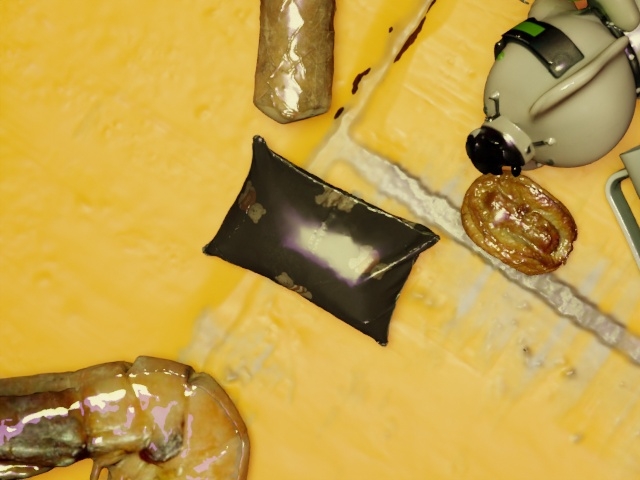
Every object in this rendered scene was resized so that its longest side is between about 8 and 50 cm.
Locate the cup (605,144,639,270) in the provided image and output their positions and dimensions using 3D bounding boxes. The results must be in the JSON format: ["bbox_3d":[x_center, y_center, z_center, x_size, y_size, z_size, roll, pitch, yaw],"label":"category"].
[{"bbox_3d":[0.252,-0.019,0.806,0.128,0.095,0.130,-19,91,43],"label":"cup"}]

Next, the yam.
[{"bbox_3d":[-0.019,-0.229,0.845,0.066,0.066,0.300,-1,91,7],"label":"yam"}]

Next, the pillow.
[{"bbox_3d":[0.000,0.000,0.858,0.150,0.048,0.090,27,86,9],"label":"pillow"}]

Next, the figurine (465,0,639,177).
[{"bbox_3d":[0.169,-0.109,0.795,0.192,0.147,0.126,-39,69,-12],"label":"figurine"}]

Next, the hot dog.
[{"bbox_3d":[0.135,-0.012,0.847,0.083,0.035,0.058,34,90,5],"label":"hot dog"}]

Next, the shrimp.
[{"bbox_3d":[-0.193,0.177,0.880,0.289,0.075,0.178,-6,93,-6],"label":"shrimp"}]
